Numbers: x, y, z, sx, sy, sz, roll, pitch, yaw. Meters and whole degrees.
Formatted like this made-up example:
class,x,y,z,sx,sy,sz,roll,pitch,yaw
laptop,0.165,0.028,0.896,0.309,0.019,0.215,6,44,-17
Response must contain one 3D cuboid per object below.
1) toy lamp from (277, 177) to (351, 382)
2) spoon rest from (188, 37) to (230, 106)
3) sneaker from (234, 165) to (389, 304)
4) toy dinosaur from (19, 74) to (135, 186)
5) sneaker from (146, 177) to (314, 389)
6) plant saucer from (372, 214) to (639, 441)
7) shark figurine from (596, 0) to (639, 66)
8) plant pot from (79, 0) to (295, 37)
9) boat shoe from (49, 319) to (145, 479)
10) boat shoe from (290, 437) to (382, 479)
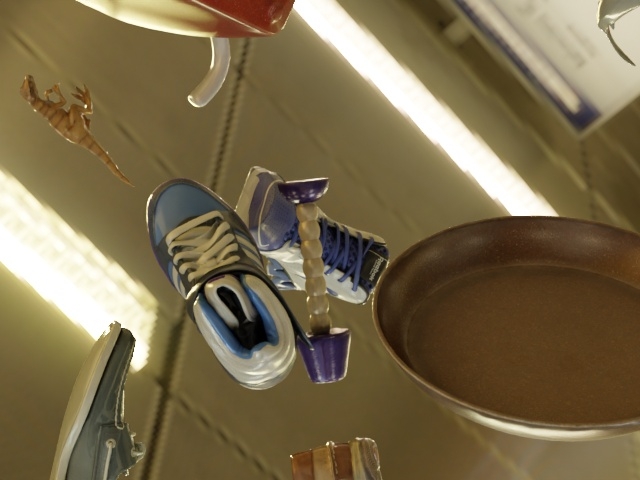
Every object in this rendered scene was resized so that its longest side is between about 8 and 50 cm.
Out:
class,x,y,z,sx,sy,sz,roll,pitch,yaw
toy lamp,-0.005,0.055,2.278,0.080,0.080,0.274,-17,-78,-65
spoon rest,-0.187,-0.270,1.768,0.276,0.084,0.137,51,173,-16
sneaker,0.000,0.001,2.427,0.315,0.182,0.127,52,-127,-63
toy dinosaur,-0.348,-0.158,2.405,0.211,0.064,0.112,40,-146,-16
sneaker,-0.127,0.038,2.154,0.323,0.130,0.236,63,173,11
plant saucer,0.199,0.078,1.442,0.310,0.050,0.310,1,-148,0
shark figurine,0.430,-0.318,2.224,0.166,0.278,0.116,-25,-108,-37
plant pot,-0.131,-0.319,1.498,0.236,0.267,0.267,29,-174,37
boat shoe,-0.264,0.256,2.012,0.099,0.319,0.116,18,174,-13
boat shoe,-0.001,0.368,1.958,0.116,0.324,0.123,1,-155,-7
